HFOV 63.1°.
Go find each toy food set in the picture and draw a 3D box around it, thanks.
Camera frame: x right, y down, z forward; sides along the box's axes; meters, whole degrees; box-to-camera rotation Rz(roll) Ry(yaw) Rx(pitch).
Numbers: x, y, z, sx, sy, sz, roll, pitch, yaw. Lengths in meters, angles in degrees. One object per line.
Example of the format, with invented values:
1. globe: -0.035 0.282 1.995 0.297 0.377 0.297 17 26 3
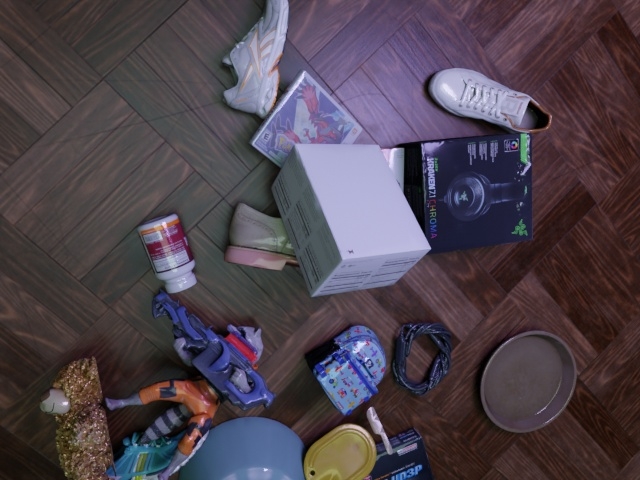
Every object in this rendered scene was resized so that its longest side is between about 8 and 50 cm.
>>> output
1. toy food set: 0.058 0.504 1.231 0.218 0.071 0.128 -28 77 -18

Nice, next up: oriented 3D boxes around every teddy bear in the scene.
1. teddy bear: -0.463 0.403 1.007 0.113 0.245 0.337 -10 93 -27

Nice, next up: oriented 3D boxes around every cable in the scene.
1. cable: 0.251 0.288 1.276 0.151 0.047 0.184 -1 97 -18

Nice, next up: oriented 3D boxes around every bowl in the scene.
1. bowl: -0.157 0.574 1.161 0.312 0.163 0.311 -2 99 -14

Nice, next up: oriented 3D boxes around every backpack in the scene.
1. backpack: 0.076 0.289 1.194 0.173 0.117 0.158 -32 105 -9

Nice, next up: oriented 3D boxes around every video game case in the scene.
1. video game case: -0.025 -0.221 1.098 0.201 0.023 0.183 35 90 -38

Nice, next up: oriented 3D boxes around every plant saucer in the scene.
1. plant saucer: 0.532 0.361 1.350 0.278 0.041 0.277 -2 99 -14

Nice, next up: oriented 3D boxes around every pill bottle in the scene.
1. pill bottle: -0.312 0.027 1.076 0.086 0.086 0.151 -19 103 -10

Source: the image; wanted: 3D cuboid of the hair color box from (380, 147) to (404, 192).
1. hair color box: 0.136 -0.124 1.174 0.093 0.053 0.167 -3 98 -12

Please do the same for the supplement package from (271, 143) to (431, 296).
1. supplement package: 0.052 -0.047 1.028 0.204 0.145 0.261 -5 61 -31

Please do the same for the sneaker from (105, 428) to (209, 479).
1. sneaker: -0.375 0.463 1.127 0.276 0.107 0.109 -24 93 -9

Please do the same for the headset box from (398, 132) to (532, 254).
1. headset box: 0.337 -0.111 1.182 0.283 0.131 0.246 -6 101 -13

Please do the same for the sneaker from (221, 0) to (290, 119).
1. sneaker: -0.134 -0.385 1.050 0.121 0.099 0.262 10 95 -10

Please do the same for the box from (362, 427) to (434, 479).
1. box: 0.166 0.589 1.295 0.221 0.051 0.175 -18 103 -9

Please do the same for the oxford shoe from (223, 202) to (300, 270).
1. oxford shoe: 0.000 0.000 1.122 0.398 0.140 0.146 6 87 -18

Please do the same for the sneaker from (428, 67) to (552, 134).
1. sneaker: 0.389 -0.316 1.167 0.290 0.123 0.105 16 97 -14

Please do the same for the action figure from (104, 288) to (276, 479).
1. action figure: -0.270 0.277 1.099 0.330 0.178 0.341 -35 70 -22
